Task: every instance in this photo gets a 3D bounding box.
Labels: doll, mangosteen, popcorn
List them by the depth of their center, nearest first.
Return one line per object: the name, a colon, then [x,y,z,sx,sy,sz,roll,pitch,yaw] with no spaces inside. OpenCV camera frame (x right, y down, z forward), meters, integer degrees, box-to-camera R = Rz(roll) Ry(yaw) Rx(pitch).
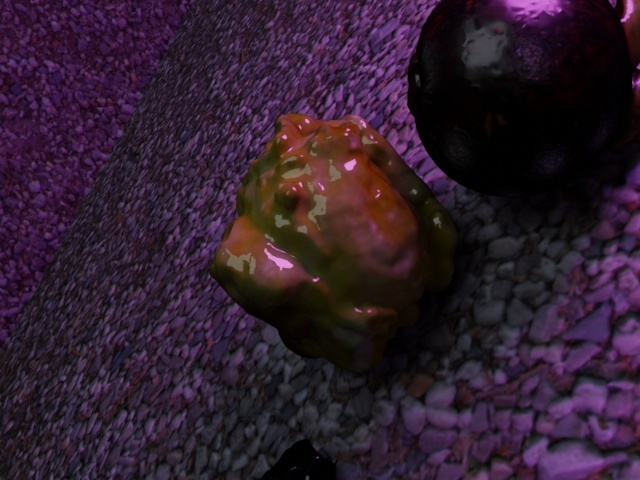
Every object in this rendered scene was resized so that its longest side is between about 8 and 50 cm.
mangosteen: [0.244,-0.186,0.796,0.288,0.288,0.288,-32,38,30]
doll: [-0.060,0.337,0.850,0.249,0.088,0.127,-49,52,25]
popcorn: [0.011,-0.008,0.878,0.312,0.312,0.312,-32,38,30]
